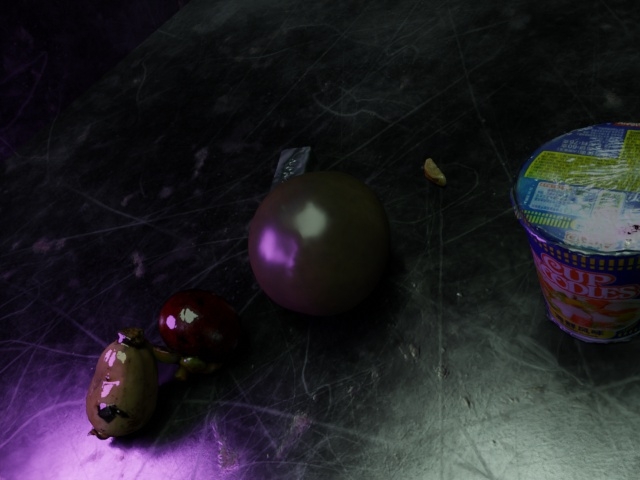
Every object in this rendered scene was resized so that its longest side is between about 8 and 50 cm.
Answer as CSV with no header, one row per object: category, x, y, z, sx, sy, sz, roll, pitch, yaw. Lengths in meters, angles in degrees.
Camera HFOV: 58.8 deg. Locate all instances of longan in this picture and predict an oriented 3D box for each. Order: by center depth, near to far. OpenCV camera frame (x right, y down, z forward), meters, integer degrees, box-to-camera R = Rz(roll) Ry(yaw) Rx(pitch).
longan,0.000,0.000,1.201,0.319,0.319,0.319,-12,48,14

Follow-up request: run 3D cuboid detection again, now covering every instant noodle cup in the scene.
instant noodle cup,0.476,0.011,0.955,0.284,0.312,0.284,-12,47,13

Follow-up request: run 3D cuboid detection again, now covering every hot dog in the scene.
hot dog,0.273,-0.163,1.383,0.034,0.030,0.090,-26,46,3

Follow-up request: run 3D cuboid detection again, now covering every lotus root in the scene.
lotus root,-0.405,0.307,1.177,0.140,0.257,0.154,15,15,-4

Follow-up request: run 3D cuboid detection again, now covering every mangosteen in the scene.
mangosteen,-0.266,0.203,1.216,0.200,0.200,0.200,-12,48,14

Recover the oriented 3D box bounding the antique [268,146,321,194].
antique,-0.066,-0.149,1.480,0.088,0.086,0.183,-4,51,21
